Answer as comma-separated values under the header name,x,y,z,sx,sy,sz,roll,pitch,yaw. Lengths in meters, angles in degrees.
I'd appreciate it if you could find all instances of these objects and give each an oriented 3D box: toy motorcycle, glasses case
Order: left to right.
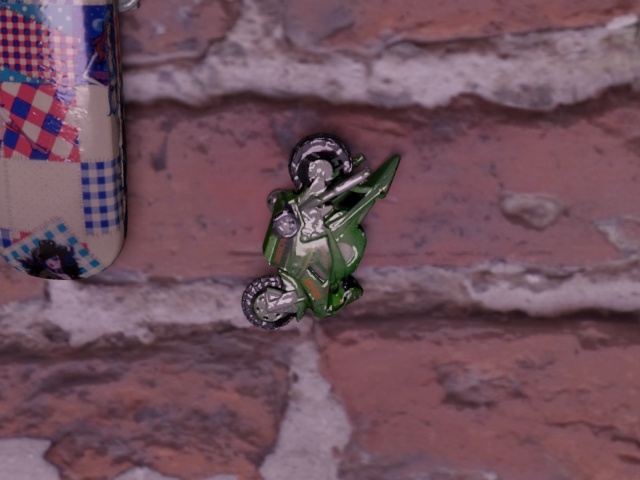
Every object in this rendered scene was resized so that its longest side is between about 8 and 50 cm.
name,x,y,z,sx,sy,sz,roll,pitch,yaw
glasses case,-0.236,-0.122,1.529,0.125,0.076,0.327,2,109,8
toy motorcycle,0.000,0.000,1.559,0.106,0.074,0.190,17,105,-11

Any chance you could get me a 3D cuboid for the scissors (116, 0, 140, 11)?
name,x,y,z,sx,sy,sz,roll,pitch,yaw
scissors,-0.181,-0.324,1.497,0.125,0.030,0.256,-3,105,8
